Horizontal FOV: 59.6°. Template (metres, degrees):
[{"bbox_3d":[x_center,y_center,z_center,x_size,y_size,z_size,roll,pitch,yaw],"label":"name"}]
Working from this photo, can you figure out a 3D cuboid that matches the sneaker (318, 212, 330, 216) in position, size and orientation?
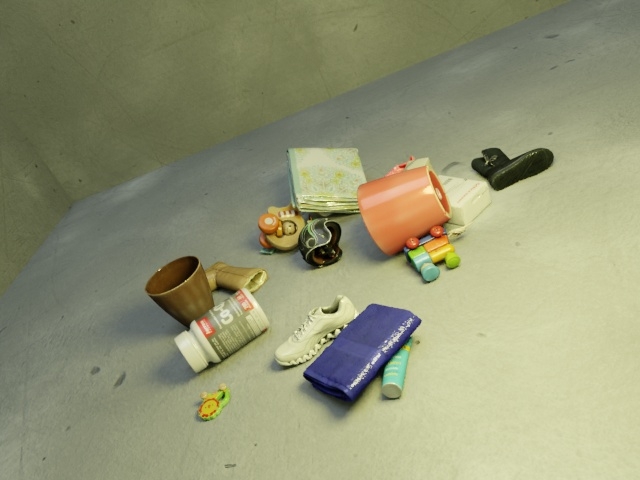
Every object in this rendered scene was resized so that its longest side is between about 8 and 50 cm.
[{"bbox_3d":[0.002,-0.184,2.450,0.161,0.102,0.282,-33,29,37],"label":"sneaker"}]

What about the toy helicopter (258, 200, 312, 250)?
[{"bbox_3d":[-0.099,-0.107,2.306,0.234,0.140,0.355,17,56,8],"label":"toy helicopter"}]

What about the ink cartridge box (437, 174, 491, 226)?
[{"bbox_3d":[0.472,-0.145,1.998,0.160,0.093,0.219,-40,33,-22],"label":"ink cartridge box"}]

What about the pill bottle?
[{"bbox_3d":[-0.323,0.296,1.834,0.283,0.161,0.161,-34,30,-14],"label":"pill bottle"}]

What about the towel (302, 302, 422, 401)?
[{"bbox_3d":[0.118,0.307,1.543,0.308,0.076,0.227,-43,24,-24],"label":"towel"}]

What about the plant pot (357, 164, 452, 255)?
[{"bbox_3d":[0.291,-0.114,1.870,0.243,0.275,0.275,-24,28,23],"label":"plant pot"}]

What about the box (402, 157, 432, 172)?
[{"bbox_3d":[0.357,-0.201,2.161,0.094,0.113,0.275,-6,34,34],"label":"box"}]

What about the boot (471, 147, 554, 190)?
[{"bbox_3d":[0.700,-0.299,2.066,0.246,0.094,0.207,-28,33,8],"label":"boot"}]

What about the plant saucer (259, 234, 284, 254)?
[{"bbox_3d":[-0.176,-0.004,2.351,0.067,0.018,0.192,2,39,40],"label":"plant saucer"}]

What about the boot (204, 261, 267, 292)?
[{"bbox_3d":[-0.372,0.168,2.156,0.269,0.089,0.236,8,44,43],"label":"boot"}]

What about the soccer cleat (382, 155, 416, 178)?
[{"bbox_3d":[0.297,-0.258,2.313,0.248,0.095,0.083,-28,29,-5],"label":"soccer cleat"}]

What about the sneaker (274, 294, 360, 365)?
[{"bbox_3d":[-0.021,0.268,1.693,0.292,0.118,0.110,-32,32,-8],"label":"sneaker"}]

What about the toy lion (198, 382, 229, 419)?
[{"bbox_3d":[-0.317,0.485,1.663,0.100,0.034,0.096,-25,36,0],"label":"toy lion"}]

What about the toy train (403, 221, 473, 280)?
[{"bbox_3d":[0.404,0.028,1.776,0.248,0.105,0.143,-25,40,0],"label":"toy train"}]

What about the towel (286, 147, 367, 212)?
[{"bbox_3d":[0.027,-0.259,2.344,0.320,0.090,0.375,0,47,-11],"label":"towel"}]

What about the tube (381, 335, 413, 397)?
[{"bbox_3d":[0.203,0.330,1.497,0.080,0.052,0.207,-9,27,18],"label":"tube"}]

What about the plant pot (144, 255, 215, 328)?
[{"bbox_3d":[-0.480,0.211,2.022,0.215,0.230,0.215,-19,29,11],"label":"plant pot"}]

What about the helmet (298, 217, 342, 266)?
[{"bbox_3d":[0.000,0.000,2.062,0.169,0.169,0.162,-20,46,10],"label":"helmet"}]
